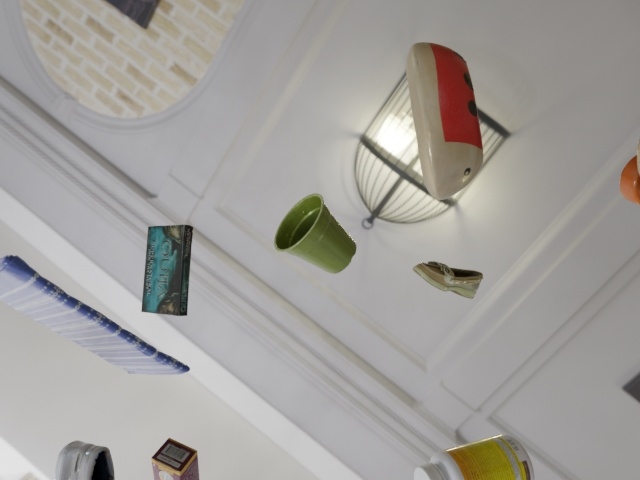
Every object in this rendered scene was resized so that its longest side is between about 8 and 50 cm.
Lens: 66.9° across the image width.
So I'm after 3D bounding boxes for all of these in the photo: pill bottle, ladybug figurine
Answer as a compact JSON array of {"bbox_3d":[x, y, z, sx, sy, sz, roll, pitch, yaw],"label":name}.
[{"bbox_3d":[0.298,0.463,0.952,0.214,0.117,0.117,-6,-144,-18],"label":"pill bottle"},{"bbox_3d":[0.333,-0.335,1.301,0.305,0.161,0.450,28,-126,-72],"label":"ladybug figurine"}]

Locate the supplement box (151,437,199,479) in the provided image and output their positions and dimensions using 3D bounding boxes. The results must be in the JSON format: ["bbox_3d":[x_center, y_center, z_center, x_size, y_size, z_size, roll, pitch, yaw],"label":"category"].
[{"bbox_3d":[-0.216,0.347,0.723,0.054,0.084,0.043,14,-150,19],"label":"supplement box"}]

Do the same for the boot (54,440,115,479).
[{"bbox_3d":[-0.522,0.582,1.062,0.095,0.123,0.259,14,-109,-60],"label":"boot"}]

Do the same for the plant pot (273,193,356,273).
[{"bbox_3d":[0.000,0.000,0.587,0.079,0.083,0.083,39,-164,-27],"label":"plant pot"}]

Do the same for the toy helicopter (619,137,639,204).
[{"bbox_3d":[0.601,-0.187,0.674,0.140,0.354,0.235,-123,12,-65],"label":"toy helicopter"}]

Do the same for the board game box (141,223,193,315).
[{"bbox_3d":[-0.323,0.061,1.017,0.126,0.187,0.026,-2,174,36],"label":"board game box"}]

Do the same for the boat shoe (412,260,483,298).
[{"bbox_3d":[0.216,0.058,0.813,0.152,0.048,0.056,20,-166,-33],"label":"boat shoe"}]

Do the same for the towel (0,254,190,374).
[{"bbox_3d":[-0.411,0.140,0.838,0.336,0.243,0.040,43,-126,-28],"label":"towel"}]
